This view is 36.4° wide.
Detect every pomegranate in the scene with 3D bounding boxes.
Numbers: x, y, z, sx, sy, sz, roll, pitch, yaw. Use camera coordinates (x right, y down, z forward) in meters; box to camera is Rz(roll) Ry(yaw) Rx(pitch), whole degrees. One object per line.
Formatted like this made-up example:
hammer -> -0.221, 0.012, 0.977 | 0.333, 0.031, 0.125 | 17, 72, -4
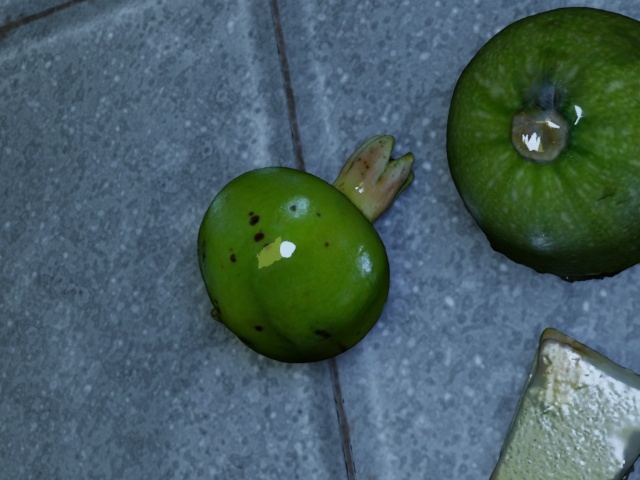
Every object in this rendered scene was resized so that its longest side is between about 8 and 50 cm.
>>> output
pomegranate -> 0.000, 0.000, 1.127 | 0.302, 0.236, 0.236 | -41, 66, -12

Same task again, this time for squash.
squash -> 0.246, -0.129, 0.989 | 0.310, 0.309, 0.311 | -5, 77, 23

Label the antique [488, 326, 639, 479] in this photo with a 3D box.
antique -> 0.242, 0.250, 1.019 | 0.150, 0.125, 0.284 | 28, 92, 25
